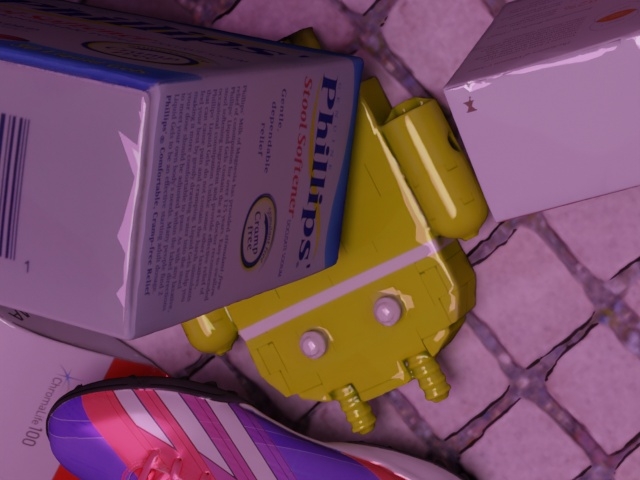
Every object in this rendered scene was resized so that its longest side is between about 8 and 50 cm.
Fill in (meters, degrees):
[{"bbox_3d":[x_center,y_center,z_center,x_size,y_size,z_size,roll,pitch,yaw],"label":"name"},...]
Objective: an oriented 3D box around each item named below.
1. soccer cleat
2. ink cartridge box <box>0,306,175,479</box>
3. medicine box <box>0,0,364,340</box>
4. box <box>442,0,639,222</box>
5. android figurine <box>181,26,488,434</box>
[{"bbox_3d":[-0.048,0.183,1.313,0.318,0.116,0.109,16,133,6],"label":"soccer cleat"},{"bbox_3d":[-0.254,0.191,1.450,0.385,0.091,0.308,34,113,13],"label":"ink cartridge box"},{"bbox_3d":[-0.153,-0.059,1.187,0.263,0.289,0.149,13,103,22],"label":"medicine box"},{"bbox_3d":[0.166,-0.097,1.158,0.130,0.170,0.091,-14,109,26],"label":"box"},{"bbox_3d":[0.000,0.000,1.321,0.248,0.056,0.273,-24,91,25],"label":"android figurine"}]
